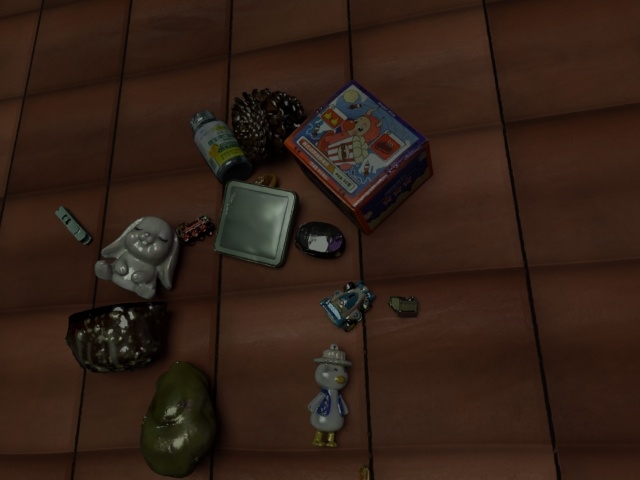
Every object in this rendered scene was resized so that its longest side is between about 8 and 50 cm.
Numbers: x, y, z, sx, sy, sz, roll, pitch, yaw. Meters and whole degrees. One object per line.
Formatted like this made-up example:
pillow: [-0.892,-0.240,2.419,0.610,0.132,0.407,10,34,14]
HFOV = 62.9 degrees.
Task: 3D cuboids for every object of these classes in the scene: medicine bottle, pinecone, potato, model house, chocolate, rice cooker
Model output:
medicine bottle: [-0.373,-0.345,1.917,0.141,0.141,0.293,-36,66,1]
pinecone: [-0.169,-0.412,1.827,0.292,0.246,0.246,-28,60,-37]
potato: [-0.431,0.539,1.605,0.218,0.202,0.351,-28,53,17]
model house: [0.253,0.204,1.608,0.083,0.057,0.058,1,98,-4]
chocolate: [-0.667,0.332,1.728,0.340,0.225,0.210,-12,77,11]
rice cooker: [0.000,0.000,1.716,0.165,0.106,0.112,8,74,22]

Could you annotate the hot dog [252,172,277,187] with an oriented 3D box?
hot dog: [-0.207,-0.176,1.862,0.090,0.060,0.140,20,71,25]

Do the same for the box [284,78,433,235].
box: [0.129,-0.267,1.690,0.318,0.257,0.349,-41,66,-3]

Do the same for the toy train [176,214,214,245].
toy train: [-0.449,-0.041,1.883,0.138,0.050,0.087,-28,63,4]

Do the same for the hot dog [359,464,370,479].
hot dog: [0.127,0.684,1.490,0.037,0.021,0.083,-6,72,36]

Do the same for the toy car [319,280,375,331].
toy car: [0.086,0.195,1.627,0.161,0.098,0.126,-40,68,1]

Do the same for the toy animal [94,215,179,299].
toy animal: [-0.613,0.041,1.815,0.271,0.206,0.265,24,86,-3]

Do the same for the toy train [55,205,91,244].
toy train: [-0.958,-0.058,2.031,0.207,0.047,0.043,40,87,25]

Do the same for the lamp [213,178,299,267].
lamp: [-0.224,-0.061,1.796,0.269,0.047,0.266,13,90,18]

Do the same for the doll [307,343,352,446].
doll: [0.029,0.452,1.546,0.138,0.119,0.293,15,72,-25]
